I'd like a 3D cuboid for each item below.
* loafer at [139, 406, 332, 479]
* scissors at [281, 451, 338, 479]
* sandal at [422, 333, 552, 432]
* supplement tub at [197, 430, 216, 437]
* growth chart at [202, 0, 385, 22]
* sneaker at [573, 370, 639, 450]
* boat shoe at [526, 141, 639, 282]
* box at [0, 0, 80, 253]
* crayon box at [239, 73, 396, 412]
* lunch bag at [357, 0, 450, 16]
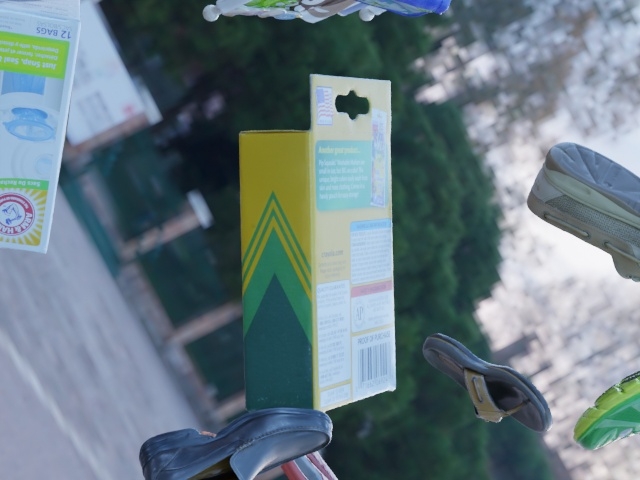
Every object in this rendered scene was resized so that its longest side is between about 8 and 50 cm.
[{"bbox_3d":[-0.069,0.190,1.474,0.062,0.170,0.061,73,1,-45],"label":"loafer"},{"bbox_3d":[0.018,0.295,1.927,0.297,0.021,0.109,57,14,-35],"label":"scissors"},{"bbox_3d":[0.204,0.190,2.178,0.219,0.060,0.090,31,-28,34],"label":"sandal"},{"bbox_3d":[-0.167,0.339,2.148,0.190,0.117,0.117,-70,145,-45],"label":"supplement tub"},{"bbox_3d":[0.014,-0.247,1.701,0.172,0.237,0.021,-21,-101,46],"label":"growth chart"},{"bbox_3d":[0.456,0.213,2.178,0.123,0.295,0.109,65,23,2],"label":"sneaker"},{"bbox_3d":[0.439,-0.005,2.297,0.341,0.121,0.110,33,-55,13],"label":"boat shoe"},{"bbox_3d":[-0.262,-0.104,1.391,0.103,0.114,0.203,-108,-151,-66],"label":"box"},{"bbox_3d":[0.000,0.000,1.707,0.203,0.083,0.323,-6,97,-65],"label":"crayon box"},{"bbox_3d":[0.033,-0.234,1.348,0.151,0.129,0.096,-101,-151,-55],"label":"lunch bag"}]
